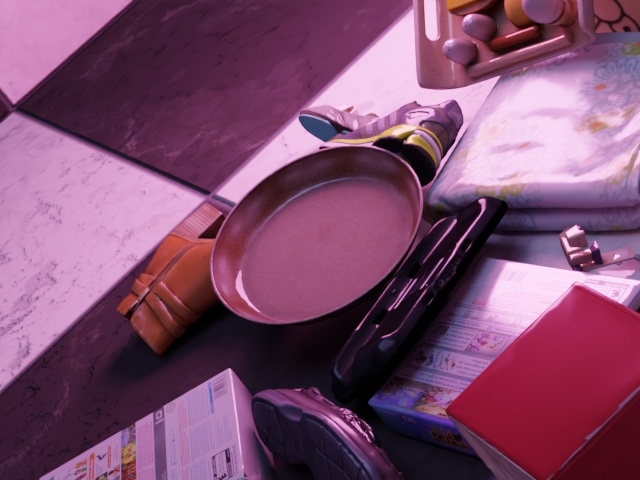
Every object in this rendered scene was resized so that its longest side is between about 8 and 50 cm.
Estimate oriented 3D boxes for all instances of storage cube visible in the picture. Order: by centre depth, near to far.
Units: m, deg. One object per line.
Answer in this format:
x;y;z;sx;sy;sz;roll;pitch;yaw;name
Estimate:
0.274;0.190;1.493;0.193;0.184;0.215;-43;30;-9;storage cube

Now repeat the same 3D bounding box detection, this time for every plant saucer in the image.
0.000;0.000;2.053;0.310;0.050;0.311;-17;45;18;plant saucer

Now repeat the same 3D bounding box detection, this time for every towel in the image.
0.339;-0.148;2.010;0.374;0.090;0.320;0;45;47;towel

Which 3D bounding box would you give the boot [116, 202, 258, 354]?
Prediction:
-0.175;0.073;2.228;0.220;0.109;0.283;-49;42;-7;boot

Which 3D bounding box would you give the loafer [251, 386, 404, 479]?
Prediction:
0.024;0.230;1.784;0.095;0.109;0.302;-18;21;-25;loafer

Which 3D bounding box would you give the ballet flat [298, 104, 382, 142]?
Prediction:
0.049;-0.177;2.383;0.068;0.072;0.213;-44;37;-15;ballet flat

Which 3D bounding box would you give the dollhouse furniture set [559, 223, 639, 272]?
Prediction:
0.331;-0.005;1.831;0.081;0.091;0.114;-16;29;4;dollhouse furniture set

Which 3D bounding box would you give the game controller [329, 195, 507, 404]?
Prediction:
0.124;0.071;1.895;0.319;0.067;0.166;-52;13;-33;game controller

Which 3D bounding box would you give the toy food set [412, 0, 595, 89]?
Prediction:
0.245;-0.350;2.102;0.306;0.092;0.220;-14;74;46;toy food set

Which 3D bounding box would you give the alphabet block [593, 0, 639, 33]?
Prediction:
0.423;-0.408;2.186;0.192;0.197;0.193;1;46;46;alphabet block

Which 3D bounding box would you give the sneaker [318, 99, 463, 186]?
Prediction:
0.106;-0.134;2.198;0.121;0.111;0.300;-44;20;-23;sneaker

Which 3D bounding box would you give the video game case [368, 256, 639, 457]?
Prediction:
0.221;0.137;1.748;0.244;0.061;0.269;-49;30;-22;video game case

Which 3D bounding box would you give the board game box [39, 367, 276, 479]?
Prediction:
-0.207;0.323;1.903;0.303;0.097;0.224;-29;29;10;board game box
